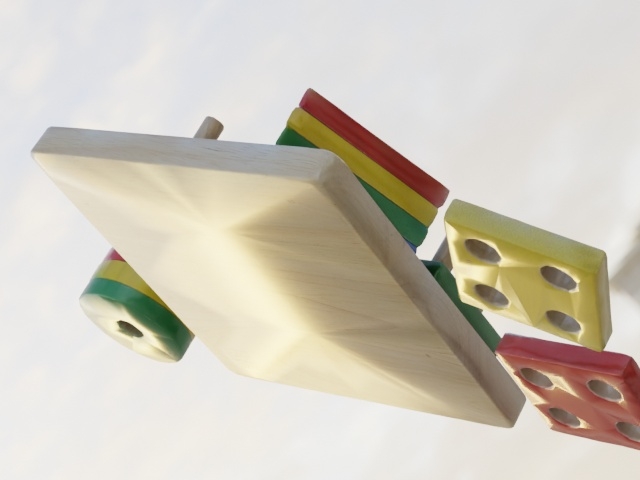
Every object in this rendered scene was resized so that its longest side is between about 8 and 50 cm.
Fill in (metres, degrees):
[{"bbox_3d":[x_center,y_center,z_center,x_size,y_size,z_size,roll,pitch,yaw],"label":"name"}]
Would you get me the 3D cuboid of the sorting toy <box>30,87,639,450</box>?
[{"bbox_3d":[0.000,0.000,0.634,0.132,0.274,0.046,50,-120,-38],"label":"sorting toy"}]
